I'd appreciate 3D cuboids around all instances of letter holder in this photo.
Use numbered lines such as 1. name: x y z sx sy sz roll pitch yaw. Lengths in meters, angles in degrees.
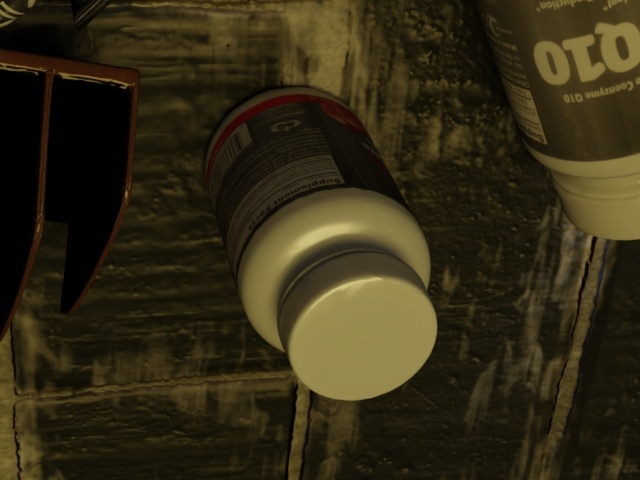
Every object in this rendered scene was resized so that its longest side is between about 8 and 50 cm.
1. letter holder: -0.265 0.004 1.113 0.152 0.215 0.302 7 156 -19

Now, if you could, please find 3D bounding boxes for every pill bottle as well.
1. pill bottle: 0.000 0.000 1.197 0.176 0.318 0.176 -7 124 -11
2. pill bottle: 0.266 -0.189 1.215 0.204 0.204 0.361 -25 124 2

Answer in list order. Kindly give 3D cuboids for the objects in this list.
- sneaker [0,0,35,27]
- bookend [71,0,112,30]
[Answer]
1. sneaker: -0.349 -0.220 0.954 0.210 0.365 0.137 0 80 -41
2. bookend: -0.208 -0.296 1.105 0.156 0.072 0.157 -39 122 12
